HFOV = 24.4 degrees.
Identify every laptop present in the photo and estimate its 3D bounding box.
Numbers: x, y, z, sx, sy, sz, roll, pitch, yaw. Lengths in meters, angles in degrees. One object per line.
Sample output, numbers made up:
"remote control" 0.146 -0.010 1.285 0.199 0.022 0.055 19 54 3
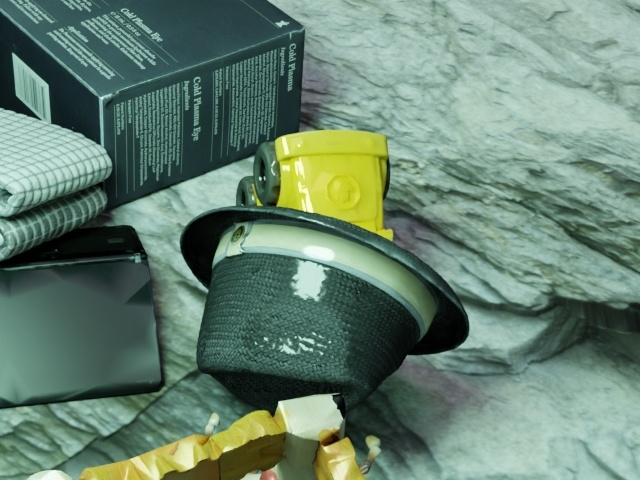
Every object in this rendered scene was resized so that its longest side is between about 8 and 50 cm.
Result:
"laptop" -0.313 0.080 1.697 0.234 0.136 0.264 -5 13 -12

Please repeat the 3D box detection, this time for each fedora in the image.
"fedora" -0.018 0.097 1.525 0.334 0.334 0.152 16 67 15

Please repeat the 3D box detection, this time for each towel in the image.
"towel" -0.420 -0.072 1.742 0.283 0.121 0.235 17 20 17

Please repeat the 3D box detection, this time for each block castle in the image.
"block castle" -0.040 0.362 1.089 0.303 0.213 0.453 -17 56 -15

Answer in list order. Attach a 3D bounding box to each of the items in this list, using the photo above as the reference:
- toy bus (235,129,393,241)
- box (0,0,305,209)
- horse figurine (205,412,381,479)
"toy bus" 0.000 0.000 1.720 0.149 0.220 0.211 -3 70 -20
"box" -0.245 -0.240 1.978 0.312 0.179 0.343 -24 46 -30
"horse figurine" -0.038 0.251 1.466 0.263 0.066 0.174 9 31 10
